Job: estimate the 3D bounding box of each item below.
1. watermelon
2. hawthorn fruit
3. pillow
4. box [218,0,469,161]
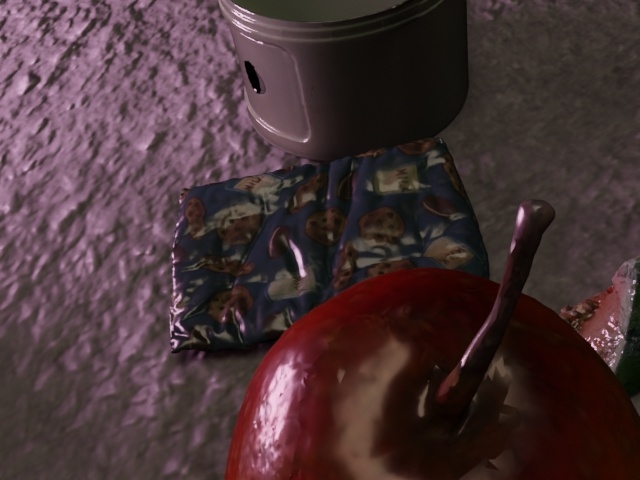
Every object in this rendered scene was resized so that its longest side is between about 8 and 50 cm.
[{"bbox_3d":[0.232,0.035,0.601,0.155,0.101,0.080,-17,34,-19],"label":"watermelon"},{"bbox_3d":[0.046,0.128,0.448,0.231,0.263,0.235,13,75,49],"label":"hawthorn fruit"},{"bbox_3d":[0.002,0.001,0.700,0.255,0.034,0.189,-9,46,2],"label":"pillow"},{"bbox_3d":[0.025,-0.204,0.811,0.226,0.149,0.226,-6,46,6],"label":"box"}]
